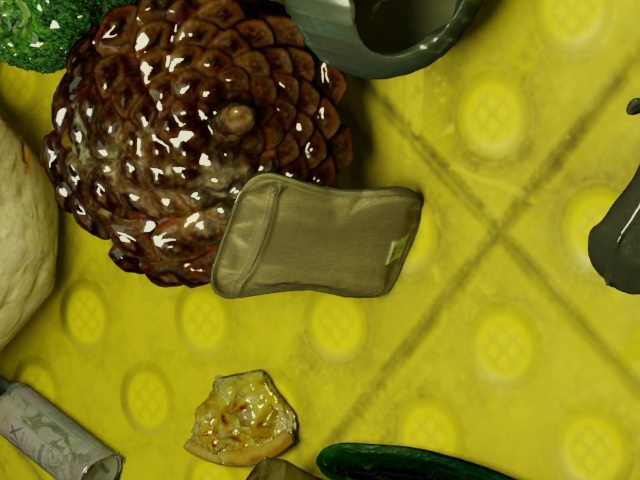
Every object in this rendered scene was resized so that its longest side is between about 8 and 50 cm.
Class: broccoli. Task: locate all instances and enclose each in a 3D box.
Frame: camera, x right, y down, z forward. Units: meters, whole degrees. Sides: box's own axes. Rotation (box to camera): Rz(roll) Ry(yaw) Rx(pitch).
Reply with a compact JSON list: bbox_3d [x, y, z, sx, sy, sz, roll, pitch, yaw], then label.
[{"bbox_3d":[-0.266,-0.314,1.799,0.245,0.265,0.294,11,88,-1],"label":"broccoli"}]

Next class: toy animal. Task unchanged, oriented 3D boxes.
[{"bbox_3d":[0.306,-0.051,1.435,0.114,0.146,0.245,31,112,34],"label":"toy animal"}]

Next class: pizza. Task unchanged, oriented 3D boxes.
[{"bbox_3d":[-0.088,0.187,1.852,0.160,0.036,0.099,-10,88,39],"label":"pizza"}]

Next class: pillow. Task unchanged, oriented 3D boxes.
[{"bbox_3d":[0.000,0.000,1.649,0.033,0.218,0.130,43,121,46],"label":"pillow"}]

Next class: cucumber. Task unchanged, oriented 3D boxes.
[{"bbox_3d":[0.113,0.230,1.682,0.284,0.056,0.056,9,100,36],"label":"cucumber"}]

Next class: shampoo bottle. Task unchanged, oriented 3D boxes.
[{"bbox_3d":[-0.319,0.218,2.023,0.214,0.072,0.072,32,113,33],"label":"shampoo bottle"}]

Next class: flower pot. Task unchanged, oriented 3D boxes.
[{"bbox_3d":[0.062,-0.264,1.585,0.157,0.189,0.243,18,91,67],"label":"flower pot"}]

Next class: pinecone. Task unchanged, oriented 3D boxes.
[{"bbox_3d":[-0.119,-0.102,1.715,0.296,0.242,0.298,-8,101,46],"label":"pinecone"}]

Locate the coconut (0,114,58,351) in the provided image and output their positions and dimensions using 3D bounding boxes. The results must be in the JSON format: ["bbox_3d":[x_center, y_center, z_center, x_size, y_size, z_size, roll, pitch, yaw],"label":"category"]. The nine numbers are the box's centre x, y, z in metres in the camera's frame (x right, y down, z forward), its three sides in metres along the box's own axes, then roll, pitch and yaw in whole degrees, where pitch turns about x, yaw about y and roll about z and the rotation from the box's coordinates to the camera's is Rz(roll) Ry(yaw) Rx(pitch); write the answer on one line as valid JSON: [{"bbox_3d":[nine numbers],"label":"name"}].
[{"bbox_3d":[-0.499,0.007,1.921,0.345,0.415,0.415,173,90,-74],"label":"coconut"}]

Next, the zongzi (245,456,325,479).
[{"bbox_3d":[-0.075,0.385,1.714,0.260,0.123,0.289,-54,19,38],"label":"zongzi"}]
